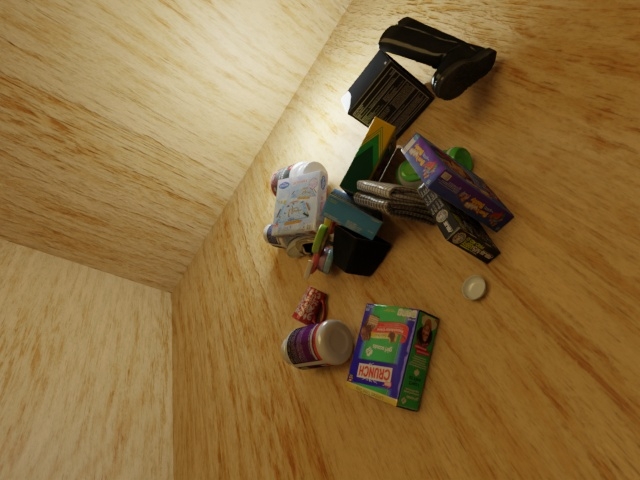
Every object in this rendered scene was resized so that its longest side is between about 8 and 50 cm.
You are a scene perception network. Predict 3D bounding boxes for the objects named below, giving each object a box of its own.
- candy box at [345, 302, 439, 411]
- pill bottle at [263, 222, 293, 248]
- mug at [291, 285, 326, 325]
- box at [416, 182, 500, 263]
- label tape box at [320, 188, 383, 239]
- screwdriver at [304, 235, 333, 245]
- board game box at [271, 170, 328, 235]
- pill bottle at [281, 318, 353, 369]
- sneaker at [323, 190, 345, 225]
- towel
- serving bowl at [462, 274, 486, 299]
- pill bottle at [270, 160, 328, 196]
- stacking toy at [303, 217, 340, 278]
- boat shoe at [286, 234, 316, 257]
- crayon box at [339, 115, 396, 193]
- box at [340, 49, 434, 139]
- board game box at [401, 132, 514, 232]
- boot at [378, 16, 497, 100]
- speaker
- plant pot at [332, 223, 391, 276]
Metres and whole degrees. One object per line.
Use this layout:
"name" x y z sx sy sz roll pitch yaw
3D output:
"candy box" 0.243 0.393 1.492 0.268 0.122 0.317 -5 66 55
"pill bottle" -0.222 -0.032 2.482 0.264 0.153 0.153 6 73 57
"mug" -0.033 0.315 2.019 0.113 0.150 0.169 76 -140 -81
"box" 0.450 -0.067 1.416 0.060 0.216 0.270 -48 35 27
"label tape box" 0.129 -0.106 1.772 0.106 0.240 0.334 -64 -2 13
"screwdriver" 0.000 0.000 2.138 0.025 0.170 0.024 71 -143 -73
"board game box" -0.110 -0.182 2.240 0.318 0.066 0.318 -4 75 41
"pill bottle" -0.027 0.444 1.809 0.323 0.181 0.181 -25 48 47
"sneaker" 0.101 -0.139 2.123 0.258 0.094 0.091 -63 33 7
"towel" 0.301 -0.148 1.652 0.235 0.283 0.121 25 105 60
"serving bowl" 0.495 0.153 1.371 0.083 0.027 0.083 -35 41 39
"pill bottle" -0.124 -0.346 2.504 0.363 0.210 0.210 -4 65 56
"stacking toy" 0.043 0.041 1.948 0.279 0.130 0.309 -57 -15 -68
"boat shoe" -0.080 0.027 2.261 0.302 0.113 0.103 -34 37 40
"crayon box" 0.217 -0.331 1.877 0.313 0.106 0.363 -63 -10 4
"box" 0.305 -0.662 1.993 0.296 0.294 0.183 -47 35 27
"board game box" 0.441 -0.186 1.387 0.078 0.347 0.233 -49 33 26
"boot" 0.411 -0.743 1.719 0.445 0.367 0.146 40 144 26
"speaker" 0.436 -0.278 1.680 0.296 0.131 0.131 -5 64 56
"plant pot" 0.157 0.050 1.831 0.188 0.187 0.167 36 113 58
